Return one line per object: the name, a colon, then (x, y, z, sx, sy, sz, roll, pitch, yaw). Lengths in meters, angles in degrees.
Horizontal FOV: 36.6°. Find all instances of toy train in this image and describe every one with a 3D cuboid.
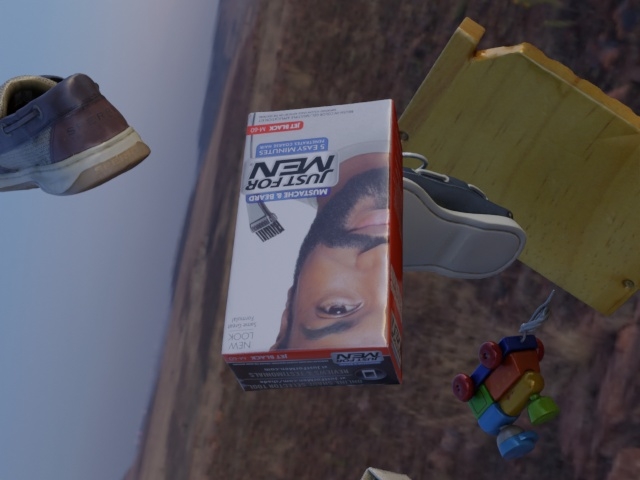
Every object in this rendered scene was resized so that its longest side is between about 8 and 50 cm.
toy train: (0.306, 0.204, 1.420, 0.248, 0.105, 0.143, -60, 44, 42)

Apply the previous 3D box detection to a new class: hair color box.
hair color box: (0.000, 0.000, 0.564, 0.053, 0.093, 0.167, 69, -160, -56)

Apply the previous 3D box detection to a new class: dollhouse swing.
dollhouse swing: (0.298, -0.137, 1.223, 0.305, 0.346, 0.315, -55, -2, -44)

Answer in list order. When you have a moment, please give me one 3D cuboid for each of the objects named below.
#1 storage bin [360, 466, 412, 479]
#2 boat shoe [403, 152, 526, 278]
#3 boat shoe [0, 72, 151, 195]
storage bin: (0.097, 0.395, 0.967, 0.262, 0.123, 0.260, -164, 90, -73)
boat shoe: (0.078, -0.028, 0.859, 0.095, 0.254, 0.079, -61, 41, 28)
boat shoe: (-0.236, -0.095, 0.816, 0.285, 0.102, 0.092, 10, 123, 57)
